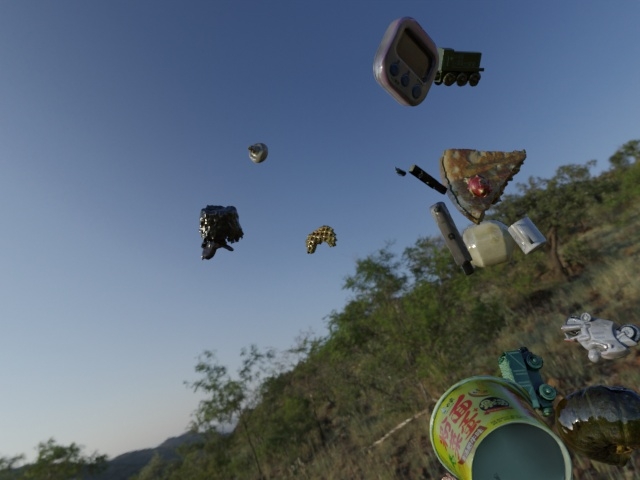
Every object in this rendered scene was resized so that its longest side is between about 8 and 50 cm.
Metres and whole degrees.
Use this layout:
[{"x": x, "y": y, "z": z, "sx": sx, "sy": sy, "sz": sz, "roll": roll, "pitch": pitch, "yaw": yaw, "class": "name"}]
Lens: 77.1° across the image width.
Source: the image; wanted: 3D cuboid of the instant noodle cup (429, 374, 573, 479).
[{"x": 0.454, "y": 0.519, "z": 1.006, "sx": 0.310, "sy": 0.312, "sz": 0.221, "roll": -21, "pitch": -1, "yaw": -1, "class": "instant noodle cup"}]

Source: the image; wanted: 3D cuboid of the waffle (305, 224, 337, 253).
[{"x": -0.001, "y": -0.002, "z": 2.180, "sx": 0.194, "sy": 0.149, "sz": 0.051, "roll": -28, "pitch": -36, "yaw": 19, "class": "waffle"}]

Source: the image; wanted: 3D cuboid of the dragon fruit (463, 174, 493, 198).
[{"x": 0.627, "y": -0.219, "z": 1.601, "sx": 0.080, "sy": 0.116, "sz": 0.086, "roll": -20, "pitch": -27, "yaw": -33, "class": "dragon fruit"}]

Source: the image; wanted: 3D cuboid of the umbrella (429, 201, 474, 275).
[{"x": 0.570, "y": -0.009, "z": 1.726, "sx": 0.067, "sy": 0.338, "sz": 0.073, "roll": -23, "pitch": -7, "yaw": -18, "class": "umbrella"}]

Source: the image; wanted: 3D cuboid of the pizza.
[{"x": 0.811, "y": -0.305, "z": 1.953, "sx": 0.405, "sy": 0.441, "sz": 0.130, "roll": -21, "pitch": -28, "yaw": 10, "class": "pizza"}]

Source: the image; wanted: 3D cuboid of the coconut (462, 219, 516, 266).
[{"x": 0.875, "y": 0.013, "z": 2.070, "sx": 0.247, "sy": 0.245, "sz": 0.245, "roll": -15, "pitch": -15, "yaw": 13, "class": "coconut"}]

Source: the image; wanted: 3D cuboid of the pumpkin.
[{"x": 0.954, "y": 0.619, "z": 1.407, "sx": 0.231, "sy": 0.242, "sz": 0.325, "roll": 9, "pitch": -51, "yaw": 17, "class": "pumpkin"}]

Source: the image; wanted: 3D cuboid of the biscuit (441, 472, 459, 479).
[{"x": 0.458, "y": 0.859, "z": 1.408, "sx": 0.015, "sy": 0.078, "sz": 0.091, "roll": 7, "pitch": -35, "yaw": -29, "class": "biscuit"}]

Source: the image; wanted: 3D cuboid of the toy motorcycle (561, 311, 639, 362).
[{"x": 1.030, "y": 0.367, "z": 1.488, "sx": 0.110, "sy": 0.171, "sz": 0.260, "roll": 25, "pitch": -11, "yaw": -26, "class": "toy motorcycle"}]

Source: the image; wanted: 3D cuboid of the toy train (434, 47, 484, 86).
[{"x": 0.537, "y": -0.676, "z": 1.571, "sx": 0.225, "sy": 0.090, "sz": 0.138, "roll": -8, "pitch": -64, "yaw": -20, "class": "toy train"}]

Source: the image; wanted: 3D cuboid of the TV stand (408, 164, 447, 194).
[{"x": 0.505, "y": -0.283, "z": 1.878, "sx": 0.249, "sy": 0.036, "sz": 0.042, "roll": 26, "pitch": -2, "yaw": -31, "class": "TV stand"}]

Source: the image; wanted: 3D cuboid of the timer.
[{"x": 0.237, "y": -0.487, "z": 1.108, "sx": 0.208, "sy": 0.191, "sz": 0.069, "roll": 25, "pitch": -2, "yaw": -39, "class": "timer"}]

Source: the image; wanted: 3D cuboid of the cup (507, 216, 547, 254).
[{"x": 0.850, "y": -0.016, "z": 1.673, "sx": 0.135, "sy": 0.133, "sz": 0.099, "roll": -12, "pitch": -28, "yaw": -33, "class": "cup"}]

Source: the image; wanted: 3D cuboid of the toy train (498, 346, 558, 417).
[{"x": 0.814, "y": 0.552, "z": 1.581, "sx": 0.154, "sy": 0.270, "sz": 0.115, "roll": -5, "pitch": -34, "yaw": 0, "class": "toy train"}]

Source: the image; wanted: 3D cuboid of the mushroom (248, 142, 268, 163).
[{"x": -0.247, "y": -0.345, "z": 1.557, "sx": 0.085, "sy": 0.085, "sz": 0.079, "roll": -27, "pitch": -30, "yaw": 20, "class": "mushroom"}]

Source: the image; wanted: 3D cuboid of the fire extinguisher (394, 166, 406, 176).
[{"x": 0.375, "y": -0.322, "z": 1.892, "sx": 0.025, "sy": 0.038, "sz": 0.083, "roll": -19, "pitch": -19, "yaw": 36, "class": "fire extinguisher"}]

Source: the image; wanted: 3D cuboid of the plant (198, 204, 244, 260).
[{"x": -0.463, "y": -0.048, "z": 1.860, "sx": 0.177, "sy": 0.234, "sz": 0.204, "roll": 0, "pitch": 14, "yaw": 9, "class": "plant"}]
